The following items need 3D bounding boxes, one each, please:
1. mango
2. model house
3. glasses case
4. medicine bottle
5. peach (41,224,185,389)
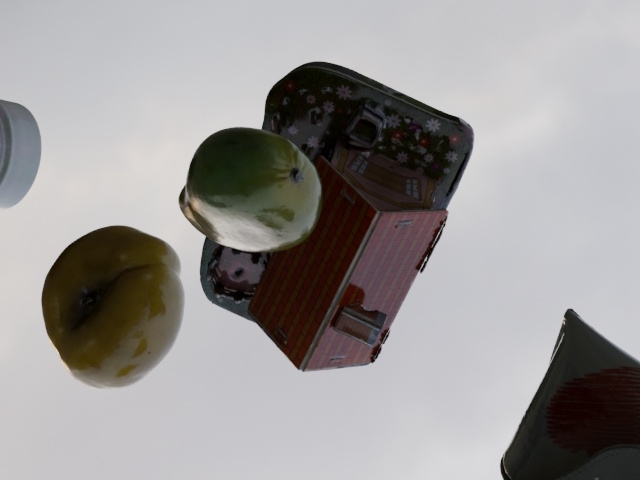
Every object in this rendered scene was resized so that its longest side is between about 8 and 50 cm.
[{"bbox_3d":[-0.059,-0.042,1.733,0.191,0.122,0.085,124,-15,-74],"label":"mango"},{"bbox_3d":[0.000,0.001,1.893,0.154,0.207,0.294,-75,-171,-62],"label":"model house"},{"bbox_3d":[0.235,0.163,1.262,0.083,0.128,0.308,-19,-142,-39],"label":"glasses case"},{"bbox_3d":[-0.484,-0.120,2.326,0.170,0.170,0.293,-33,153,35],"label":"medicine bottle"},{"bbox_3d":[-0.219,0.070,2.113,0.179,0.103,0.179,-12,-113,32],"label":"peach"}]
